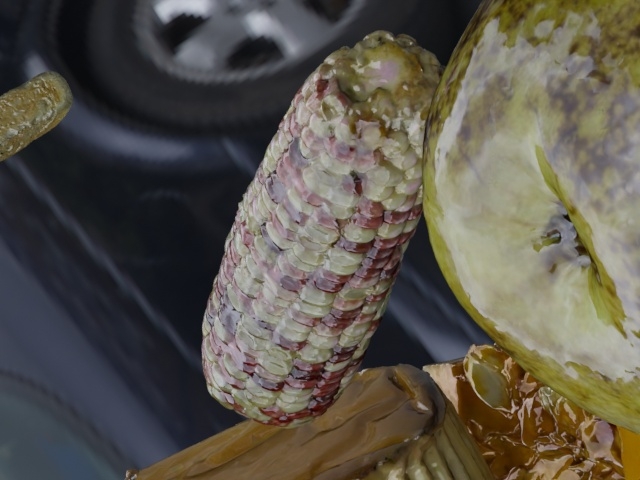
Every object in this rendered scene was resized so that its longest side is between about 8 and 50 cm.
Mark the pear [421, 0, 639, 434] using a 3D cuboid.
[{"bbox_3d":[0.125,-0.029,0.563,0.197,0.197,0.197,47,160,23],"label":"pear"}]

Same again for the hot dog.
[{"bbox_3d":[-0.189,-0.068,1.157,0.030,0.090,0.034,57,173,16],"label":"hot dog"}]

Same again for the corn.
[{"bbox_3d":[0.000,0.000,0.914,0.086,0.086,0.253,48,145,20],"label":"corn"}]

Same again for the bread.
[{"bbox_3d":[-0.029,0.203,1.096,0.156,0.288,0.204,64,174,-13],"label":"bread"}]

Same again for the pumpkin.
[{"bbox_3d":[0.185,0.110,1.090,0.190,0.281,0.139,-15,-90,-75],"label":"pumpkin"}]
